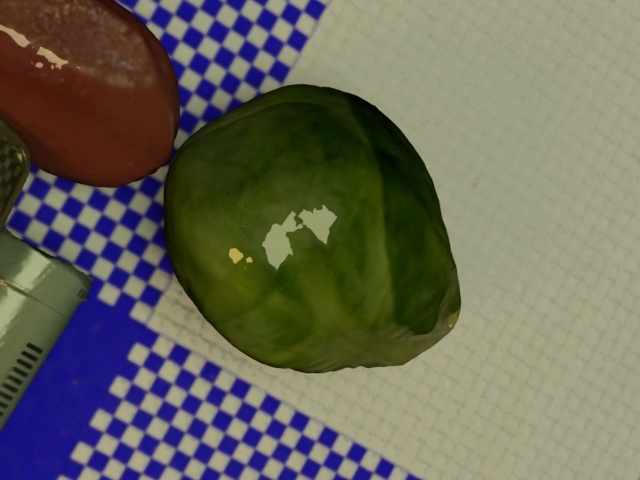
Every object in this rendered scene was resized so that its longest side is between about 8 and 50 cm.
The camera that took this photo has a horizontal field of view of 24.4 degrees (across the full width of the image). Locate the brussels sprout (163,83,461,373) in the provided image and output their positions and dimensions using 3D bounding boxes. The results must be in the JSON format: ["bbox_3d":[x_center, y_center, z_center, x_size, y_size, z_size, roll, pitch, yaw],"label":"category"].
[{"bbox_3d":[0.000,0.000,1.171,0.210,0.219,0.271,-40,127,5],"label":"brussels sprout"}]

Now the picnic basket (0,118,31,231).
[{"bbox_3d":[-0.345,-0.059,1.013,0.266,0.139,0.165,47,47,-36],"label":"picnic basket"}]

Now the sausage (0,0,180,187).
[{"bbox_3d":[-0.215,-0.139,1.116,0.254,0.148,0.148,25,86,-22],"label":"sausage"}]

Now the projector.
[{"bbox_3d":[-0.304,0.146,1.124,0.108,0.108,0.337,34,83,-19],"label":"projector"}]
